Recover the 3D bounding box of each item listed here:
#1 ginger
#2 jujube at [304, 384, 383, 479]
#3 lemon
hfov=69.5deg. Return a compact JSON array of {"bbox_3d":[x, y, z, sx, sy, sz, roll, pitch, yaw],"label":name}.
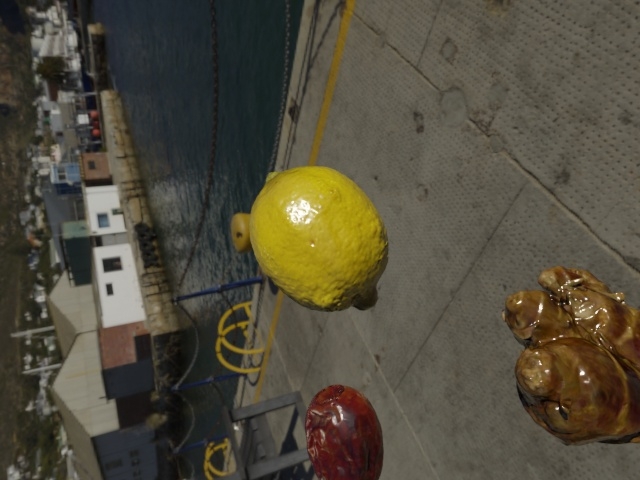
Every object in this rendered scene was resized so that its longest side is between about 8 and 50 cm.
[{"bbox_3d":[0.424,0.181,0.735,0.152,0.357,0.274,-32,83,54],"label":"ginger"},{"bbox_3d":[0.059,0.468,1.092,0.183,0.183,0.243,-7,98,65],"label":"jujube"},{"bbox_3d":[0.000,0.000,0.872,0.320,0.245,0.245,52,150,4],"label":"lemon"}]
